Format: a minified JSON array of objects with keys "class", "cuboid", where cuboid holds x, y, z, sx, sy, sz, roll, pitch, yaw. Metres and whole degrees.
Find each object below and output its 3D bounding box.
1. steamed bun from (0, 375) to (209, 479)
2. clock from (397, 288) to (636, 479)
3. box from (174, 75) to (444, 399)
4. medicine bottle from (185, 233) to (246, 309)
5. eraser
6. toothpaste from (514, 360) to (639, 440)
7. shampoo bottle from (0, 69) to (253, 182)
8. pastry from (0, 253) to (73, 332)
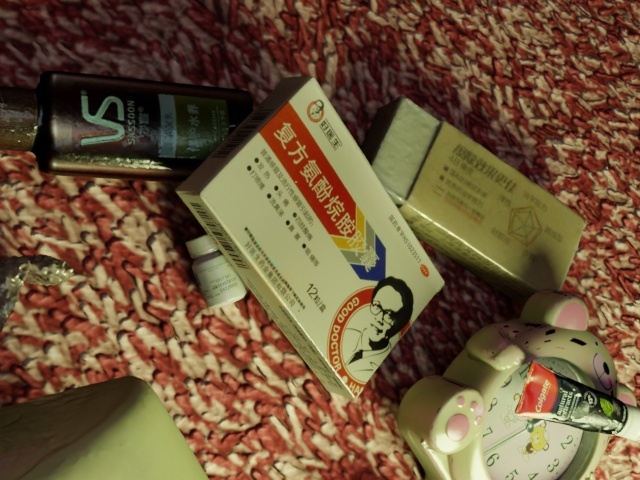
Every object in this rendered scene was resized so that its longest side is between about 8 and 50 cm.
[{"class":"steamed bun","cuboid":[-0.283,0.356,0.983,0.456,0.290,0.371,-34,110,-25]},{"class":"clock","cuboid":[0.274,0.237,1.407,0.309,0.114,0.284,-40,110,-20]},{"class":"box","cuboid":[0.000,0.000,1.304,0.214,0.069,0.353,-49,122,-25]},{"class":"medicine bottle","cuboid":[-0.128,0.035,1.285,0.052,0.052,0.089,-22,93,-29]},{"class":"eraser","cuboid":[0.204,-0.048,1.460,0.343,0.078,0.144,33,69,-19]},{"class":"toothpaste","cuboid":[0.336,0.216,1.359,0.194,0.045,0.071,21,87,-23]},{"class":"shampoo bottle","cuboid":[-0.236,-0.133,1.238,0.323,0.084,0.129,4,79,-27]},{"class":"pastry","cuboid":[-0.385,0.099,1.110,0.112,0.103,0.265,45,62,-22]}]
